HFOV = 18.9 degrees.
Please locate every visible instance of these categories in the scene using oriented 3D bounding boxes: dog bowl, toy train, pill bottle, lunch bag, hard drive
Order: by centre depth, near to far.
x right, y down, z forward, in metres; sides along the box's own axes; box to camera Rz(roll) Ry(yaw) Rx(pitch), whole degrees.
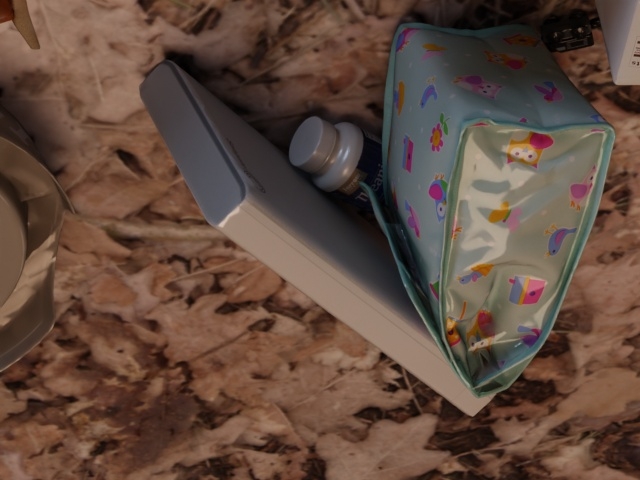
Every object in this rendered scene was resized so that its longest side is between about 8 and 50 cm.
[{"bbox_3d":[0.130,-0.028,1.630,0.160,0.223,0.262,1,119,-14],"label":"lunch bag"},{"bbox_3d":[0.270,-0.188,1.659,0.158,0.027,0.036,-11,142,8],"label":"toy train"},{"bbox_3d":[0.000,0.000,1.701,0.047,0.233,0.353,-44,129,10],"label":"hard drive"},{"bbox_3d":[-0.392,-0.005,1.712,0.349,0.102,0.349,-9,134,-10],"label":"dog bowl"},{"bbox_3d":[0.033,-0.067,1.748,0.120,0.067,0.067,25,131,-30],"label":"pill bottle"}]

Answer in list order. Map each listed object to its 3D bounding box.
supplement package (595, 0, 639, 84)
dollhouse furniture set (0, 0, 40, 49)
[{"bbox_3d":[0.300,-0.253,1.459,0.149,0.194,0.203,1,140,-5],"label":"supplement package"},{"bbox_3d":[-0.345,-0.156,1.439,0.262,0.259,0.135,-19,140,-14],"label":"dollhouse furniture set"}]
